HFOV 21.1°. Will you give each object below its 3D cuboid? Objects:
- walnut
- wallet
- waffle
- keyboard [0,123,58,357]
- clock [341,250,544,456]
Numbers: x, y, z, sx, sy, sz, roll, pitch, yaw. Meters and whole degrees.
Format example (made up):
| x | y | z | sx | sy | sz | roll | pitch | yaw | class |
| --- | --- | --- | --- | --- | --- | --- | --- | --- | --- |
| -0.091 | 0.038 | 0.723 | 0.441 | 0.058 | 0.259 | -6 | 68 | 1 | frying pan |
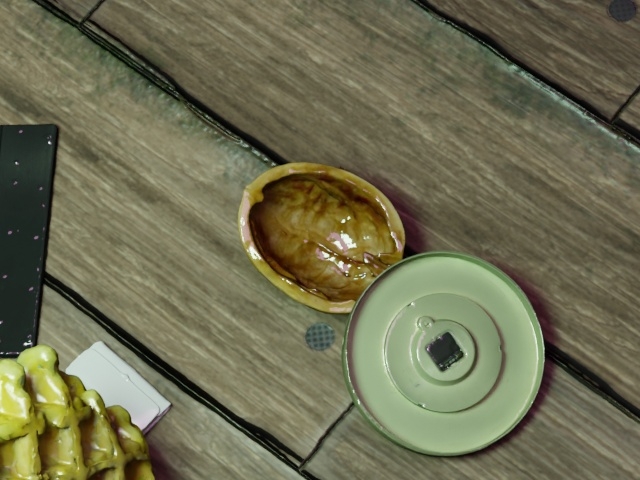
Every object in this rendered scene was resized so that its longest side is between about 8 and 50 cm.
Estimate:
| x | y | z | sx | sy | sz | roll | pitch | yaw | class |
| --- | --- | --- | --- | --- | --- | --- | --- | --- | --- |
| -0.002 | -0.001 | 2.019 | 0.211 | 0.087 | 0.167 | 32 | 76 | -2 | walnut |
| -0.237 | 0.174 | 2.007 | 0.122 | 0.025 | 0.061 | 39 | 69 | 19 | wallet |
| -0.286 | 0.324 | 1.771 | 0.095 | 0.379 | 0.382 | 0 | 56 | 32 | waffle |
| -0.383 | -0.003 | 2.099 | 0.101 | 0.018 | 0.309 | 0 | 67 | 4 | keyboard |
| 0.140 | 0.128 | 1.953 | 0.235 | 0.029 | 0.235 | 2 | 77 | -8 | clock |
